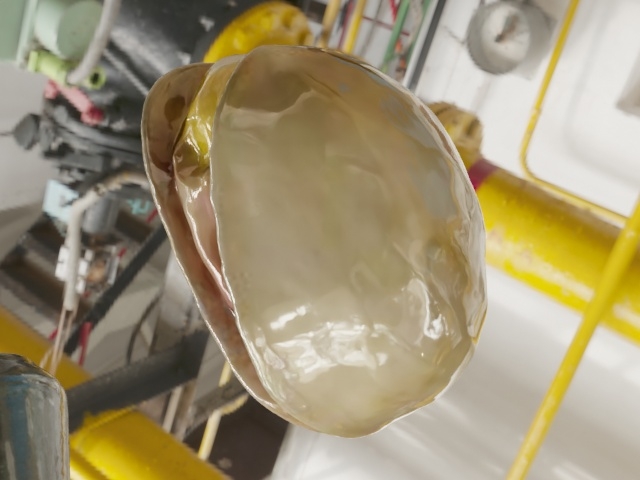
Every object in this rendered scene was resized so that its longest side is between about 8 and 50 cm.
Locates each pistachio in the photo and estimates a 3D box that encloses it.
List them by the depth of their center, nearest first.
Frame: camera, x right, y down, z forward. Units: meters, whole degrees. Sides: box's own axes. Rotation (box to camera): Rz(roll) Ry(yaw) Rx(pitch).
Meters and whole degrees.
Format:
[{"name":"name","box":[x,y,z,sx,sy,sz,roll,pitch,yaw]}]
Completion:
[{"name":"pistachio","box":[0.000,0.000,0.712,0.309,0.229,0.230,58,-165,-25]}]

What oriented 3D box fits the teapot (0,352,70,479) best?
[{"name":"teapot","box":[-0.373,0.317,0.985,0.300,0.253,0.344,-20,-109,-7]}]
